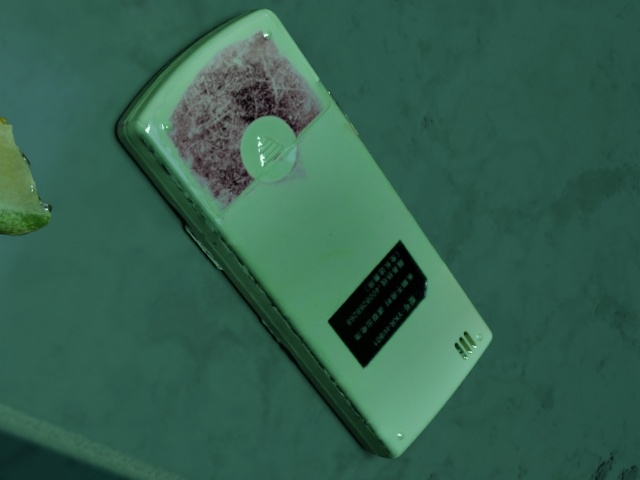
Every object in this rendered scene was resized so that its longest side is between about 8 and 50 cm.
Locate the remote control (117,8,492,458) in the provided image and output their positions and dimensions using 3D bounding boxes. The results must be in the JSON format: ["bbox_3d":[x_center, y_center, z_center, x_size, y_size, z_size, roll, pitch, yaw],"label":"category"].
[{"bbox_3d":[-0.001,0.000,0.780,0.145,0.050,0.344,-46,114,-24],"label":"remote control"}]

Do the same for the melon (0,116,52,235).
[{"bbox_3d":[-0.237,-0.070,0.631,0.098,0.054,0.182,-42,114,-42],"label":"melon"}]
